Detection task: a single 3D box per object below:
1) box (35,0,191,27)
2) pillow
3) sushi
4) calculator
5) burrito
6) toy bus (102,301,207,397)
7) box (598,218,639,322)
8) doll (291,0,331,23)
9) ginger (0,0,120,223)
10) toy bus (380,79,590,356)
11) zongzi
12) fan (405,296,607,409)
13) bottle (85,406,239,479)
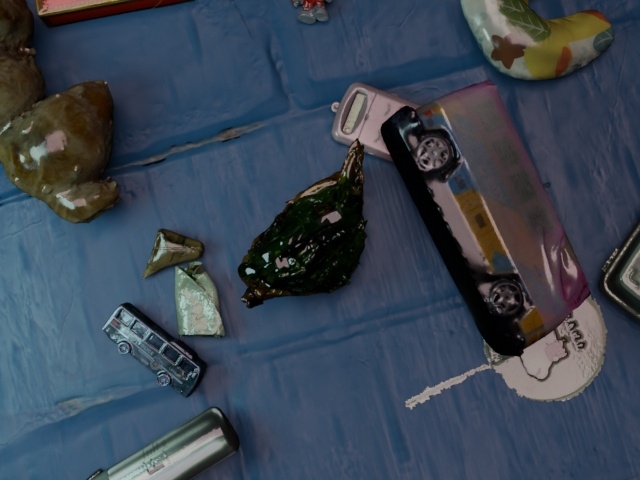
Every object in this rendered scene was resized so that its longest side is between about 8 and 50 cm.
[{"bbox_3d":[-0.324,-0.429,1.827,0.239,0.074,0.153,-11,79,1],"label":"box"},{"bbox_3d":[0.322,-0.356,1.803,0.214,0.086,0.233,-19,80,-12],"label":"pillow"},{"bbox_3d":[0.000,0.000,1.730,0.287,0.140,0.149,-45,78,-3],"label":"sushi"},{"bbox_3d":[0.098,-0.175,1.803,0.175,0.032,0.100,21,85,4],"label":"calculator"},{"bbox_3d":[-0.182,0.090,1.771,0.074,0.044,0.118,-6,85,9],"label":"burrito"},{"bbox_3d":[-0.245,0.162,1.756,0.166,0.047,0.065,37,99,6],"label":"toy bus"},{"bbox_3d":[0.514,0.022,1.722,0.148,0.129,0.210,36,86,6],"label":"box"},{"bbox_3d":[-0.019,-0.425,1.820,0.094,0.079,0.180,-3,97,25],"label":"doll"},{"bbox_3d":[-0.435,-0.183,1.748,0.375,0.176,0.256,44,81,4],"label":"ginger"},{"bbox_3d":[0.245,-0.035,1.699,0.162,0.171,0.386,-26,90,-7],"label":"toy bus"},{"bbox_3d":[-0.221,0.031,1.782,0.076,0.040,0.083,19,87,4],"label":"zongzi"},{"bbox_3d":[0.274,0.176,1.769,0.329,0.009,0.191,-24,84,-2],"label":"fan"},{"bbox_3d":[-0.243,0.331,1.730,0.253,0.079,0.096,-32,46,-3],"label":"bottle"}]
